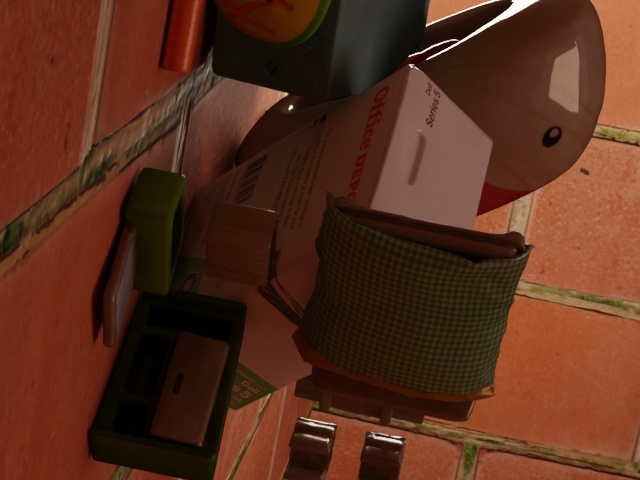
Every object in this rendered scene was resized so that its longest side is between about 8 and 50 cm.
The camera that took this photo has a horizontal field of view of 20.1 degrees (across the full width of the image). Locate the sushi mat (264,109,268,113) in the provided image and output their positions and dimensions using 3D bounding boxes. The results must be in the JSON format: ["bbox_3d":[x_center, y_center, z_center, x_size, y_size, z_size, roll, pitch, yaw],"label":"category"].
[{"bbox_3d":[-0.054,-0.081,2.130,0.316,0.019,0.151,-30,131,-83],"label":"sushi mat"}]

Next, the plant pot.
[{"bbox_3d":[-0.005,-0.221,1.584,0.234,0.166,0.165,-57,160,-57],"label":"plant pot"}]

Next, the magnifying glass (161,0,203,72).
[{"bbox_3d":[-0.089,-0.239,1.337,0.092,0.026,0.231,-57,157,-78],"label":"magnifying glass"}]

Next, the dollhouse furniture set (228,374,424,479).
[{"bbox_3d":[-0.001,0.125,1.906,0.161,0.242,0.212,-66,167,-69],"label":"dollhouse furniture set"}]

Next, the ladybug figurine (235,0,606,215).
[{"bbox_3d":[0.101,-0.107,1.765,0.305,0.449,0.162,-38,105,-37],"label":"ladybug figurine"}]

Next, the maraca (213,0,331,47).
[{"bbox_3d":[-0.038,-0.239,1.397,0.099,0.127,0.185,-29,130,-47],"label":"maraca"}]

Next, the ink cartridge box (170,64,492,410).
[{"bbox_3d":[0.000,0.000,1.536,0.273,0.115,0.198,-28,-147,39],"label":"ink cartridge box"}]

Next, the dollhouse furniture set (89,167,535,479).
[{"bbox_3d":[-0.009,0.082,1.361,0.197,0.302,0.151,98,4,-49],"label":"dollhouse furniture set"}]
